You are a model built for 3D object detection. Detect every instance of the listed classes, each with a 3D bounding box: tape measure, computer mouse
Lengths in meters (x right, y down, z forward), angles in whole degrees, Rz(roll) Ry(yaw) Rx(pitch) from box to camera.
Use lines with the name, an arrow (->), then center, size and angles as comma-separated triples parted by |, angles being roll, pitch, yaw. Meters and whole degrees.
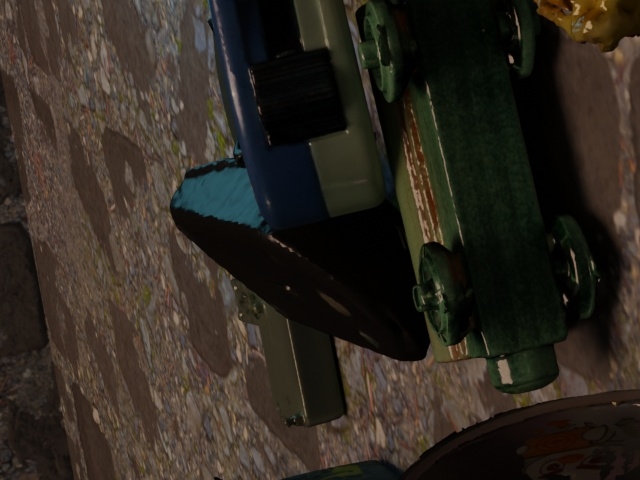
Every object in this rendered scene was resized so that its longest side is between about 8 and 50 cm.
tape measure -> -0.017, -0.113, 1.294 | 0.351, 0.097, 0.215 | 45, -148, -83
computer mouse -> 0.000, 0.000, 1.396 | 0.170, 0.100, 0.269 | 44, 168, -24

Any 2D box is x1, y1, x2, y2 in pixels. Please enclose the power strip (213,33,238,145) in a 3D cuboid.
power strip -> -0.044, -0.133, 1.572 | 0.167, 0.054, 0.253 | 129, 125, -66

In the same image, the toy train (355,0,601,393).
toy train -> 0.089, -0.044, 1.170 | 0.177, 0.116, 0.285 | 152, 105, -82

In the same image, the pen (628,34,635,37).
pen -> 0.172, -0.196, 0.939 | 0.218, 0.026, 0.026 | 96, 154, -43

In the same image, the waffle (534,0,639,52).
waffle -> 0.121, -0.224, 0.961 | 0.283, 0.065, 0.309 | 115, 152, -65

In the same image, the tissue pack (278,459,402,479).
tissue pack -> 0.013, 0.254, 1.457 | 0.257, 0.185, 0.081 | -156, 54, -68

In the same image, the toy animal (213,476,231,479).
toy animal -> -0.029, 0.295, 1.800 | 0.220, 0.130, 0.104 | 1, 70, 46

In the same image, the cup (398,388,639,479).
cup -> 0.167, 0.251, 1.032 | 0.203, 0.203, 0.288 | 25, 133, 67

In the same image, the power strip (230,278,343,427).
power strip -> -0.045, 0.058, 1.694 | 0.145, 0.061, 0.216 | -174, 72, -70
